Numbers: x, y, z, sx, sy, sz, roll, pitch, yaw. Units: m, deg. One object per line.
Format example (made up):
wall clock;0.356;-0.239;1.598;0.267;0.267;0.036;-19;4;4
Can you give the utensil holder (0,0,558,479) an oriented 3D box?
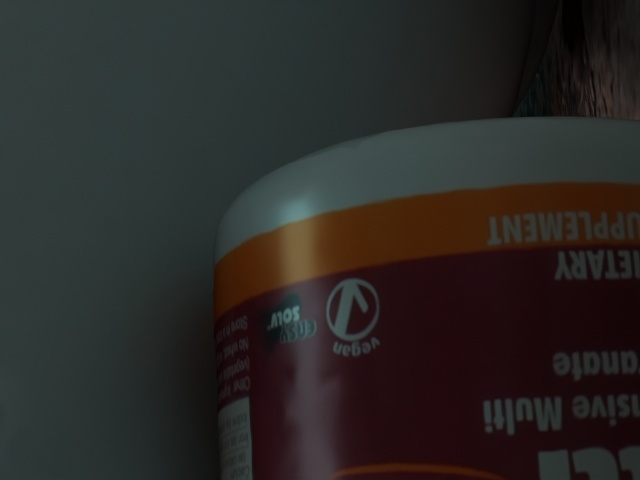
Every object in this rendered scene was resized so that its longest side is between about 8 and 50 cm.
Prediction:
utensil holder;-0.107;-0.004;0.555;0.327;0.328;0.385;87;-165;-44

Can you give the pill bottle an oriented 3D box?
pill bottle;0.042;0.096;0.345;0.121;0.121;0.221;87;180;-76
